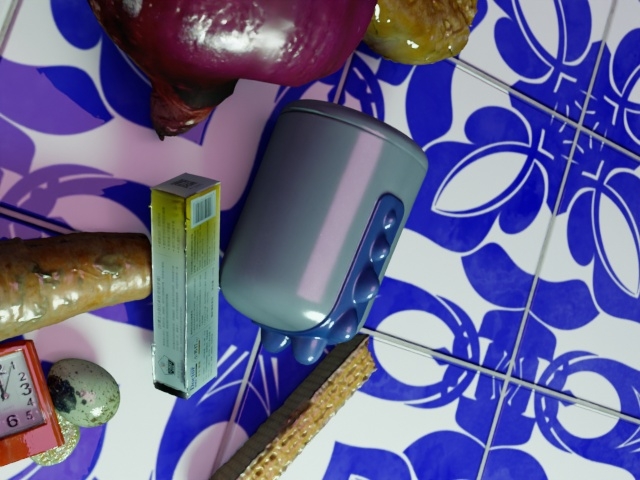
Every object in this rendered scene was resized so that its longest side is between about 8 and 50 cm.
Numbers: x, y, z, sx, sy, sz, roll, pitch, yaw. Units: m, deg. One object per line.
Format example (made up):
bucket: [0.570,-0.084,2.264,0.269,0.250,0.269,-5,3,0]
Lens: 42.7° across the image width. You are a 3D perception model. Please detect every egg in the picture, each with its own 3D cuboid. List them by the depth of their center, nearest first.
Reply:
egg: [-0.329,0.209,1.134,0.110,0.085,0.085,47,73,-17]

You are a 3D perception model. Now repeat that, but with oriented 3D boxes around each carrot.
carrot: [-0.376,0.058,1.085,0.302,0.139,0.138,-7,95,-36]

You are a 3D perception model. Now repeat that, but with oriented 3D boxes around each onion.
onion: [-0.150,-0.295,1.060,0.399,0.398,0.420,16,118,-26]

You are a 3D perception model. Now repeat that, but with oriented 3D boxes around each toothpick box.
toothpick box: [0.000,0.000,1.193,0.263,0.263,0.354,26,82,-25]

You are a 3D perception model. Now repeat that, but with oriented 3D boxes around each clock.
clock: [-0.419,0.217,1.098,0.113,0.061,0.155,-17,91,-11]

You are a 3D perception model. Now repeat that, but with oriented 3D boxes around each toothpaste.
toothpaste: [-0.185,0.068,1.136,0.089,0.071,0.312,-37,136,-56]

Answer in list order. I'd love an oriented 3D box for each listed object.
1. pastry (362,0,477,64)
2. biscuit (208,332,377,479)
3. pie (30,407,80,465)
pastry: [0.109,-0.411,1.286,0.311,0.162,0.254,27,67,-35]
biscuit: [-0.051,0.295,1.271,0.378,0.094,0.054,-45,104,-18]
pie: [-0.378,0.273,1.151,0.085,0.017,0.085,0,90,-24]
